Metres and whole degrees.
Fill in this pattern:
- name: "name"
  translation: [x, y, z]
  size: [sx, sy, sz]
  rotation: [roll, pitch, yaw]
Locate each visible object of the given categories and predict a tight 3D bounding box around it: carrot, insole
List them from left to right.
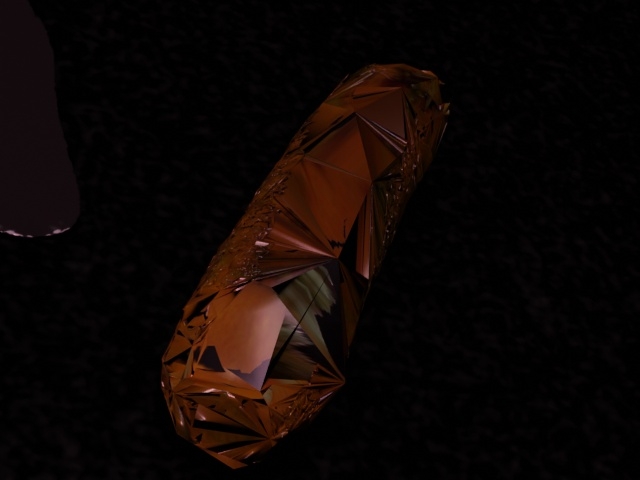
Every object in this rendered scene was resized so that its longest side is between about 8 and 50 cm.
- name: "insole"
  translation: [-0.143, -0.069, 0.772]
  size: [0.064, 0.004, 0.188]
  rotation: [-1, 47, -25]
- name: "carrot"
  translation: [-0.001, 0.000, 0.725]
  size: [0.069, 0.069, 0.228]
  rotation: [25, 40, 2]
